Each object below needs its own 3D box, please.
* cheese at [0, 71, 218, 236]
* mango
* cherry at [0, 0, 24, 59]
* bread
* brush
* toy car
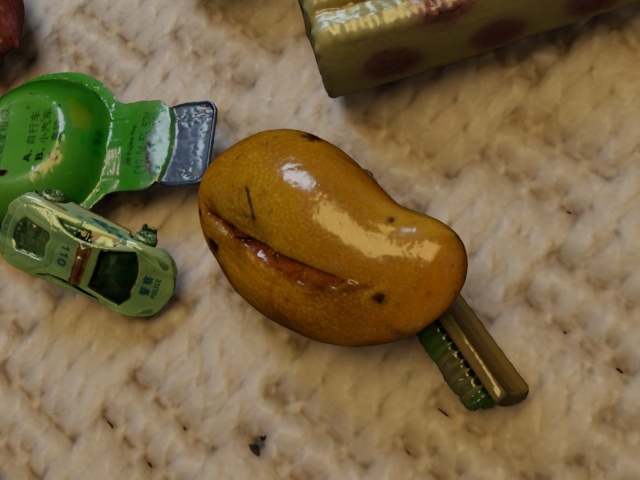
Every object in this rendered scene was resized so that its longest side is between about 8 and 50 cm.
[{"bbox_3d":[-0.257,-0.092,1.086,0.320,0.083,0.204,-1,68,18],"label":"cheese"},{"bbox_3d":[-0.005,0.000,0.926,0.295,0.120,0.177,31,117,42],"label":"mango"},{"bbox_3d":[-0.435,-0.275,1.158,0.250,0.192,0.175,29,118,14],"label":"cherry"},{"bbox_3d":[0.138,-0.270,0.999,0.338,0.155,0.187,-17,74,7],"label":"bread"},{"bbox_3d":[0.091,0.040,0.952,0.048,0.054,0.282,-45,60,24],"label":"brush"},{"bbox_3d":[-0.231,0.014,1.017,0.186,0.058,0.093,24,106,5],"label":"toy car"}]
